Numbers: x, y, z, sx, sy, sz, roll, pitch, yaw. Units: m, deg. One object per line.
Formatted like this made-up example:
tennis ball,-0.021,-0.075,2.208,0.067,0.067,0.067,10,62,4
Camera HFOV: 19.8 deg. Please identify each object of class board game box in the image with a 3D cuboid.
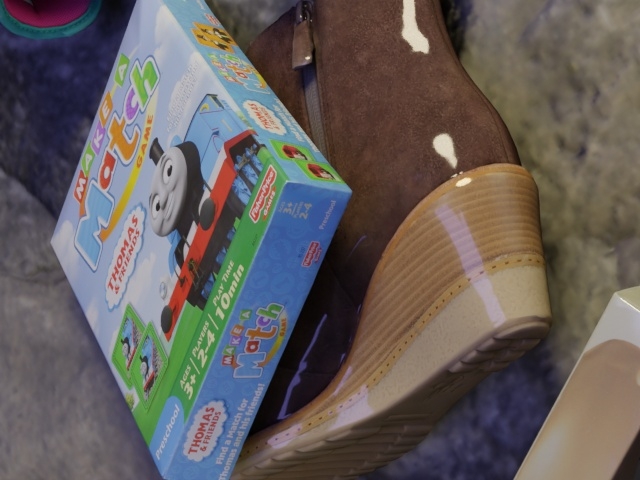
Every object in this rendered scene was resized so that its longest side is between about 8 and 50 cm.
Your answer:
board game box,-0.066,-0.009,0.885,0.160,0.039,0.211,-67,31,22

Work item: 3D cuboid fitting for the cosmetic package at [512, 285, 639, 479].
cosmetic package,0.131,0.078,0.804,0.041,0.060,0.115,36,115,27

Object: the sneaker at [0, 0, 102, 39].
sneaker,-0.185,-0.183,0.965,0.295,0.124,0.178,-22,72,33

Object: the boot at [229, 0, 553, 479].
boot,0.000,0.000,0.892,0.248,0.090,0.207,-37,60,35
